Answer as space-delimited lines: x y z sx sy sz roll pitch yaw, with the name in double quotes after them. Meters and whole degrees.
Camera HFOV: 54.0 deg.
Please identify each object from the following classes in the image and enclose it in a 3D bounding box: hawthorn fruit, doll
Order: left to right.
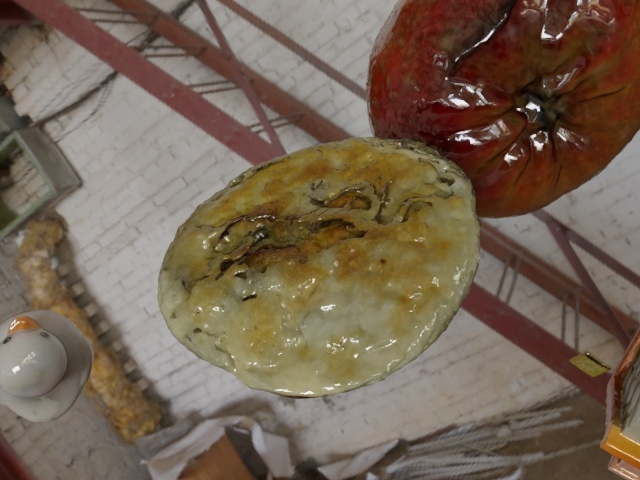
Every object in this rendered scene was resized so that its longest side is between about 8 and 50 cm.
-0.566 0.256 1.254 0.221 0.250 0.221 -2 19 1 "doll"
0.244 -0.243 0.922 0.403 0.402 0.403 -33 5 3 "hawthorn fruit"

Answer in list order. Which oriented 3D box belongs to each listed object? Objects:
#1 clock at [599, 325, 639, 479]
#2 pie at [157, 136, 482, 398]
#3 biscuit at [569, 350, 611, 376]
0.285 0.071 0.420 0.219 0.106 0.255 -54 -23 -25 "clock"
0.000 0.000 0.619 0.340 0.077 0.339 -10 44 10 "pie"
0.743 0.341 1.733 0.018 0.083 0.081 -53 -4 -33 "biscuit"
